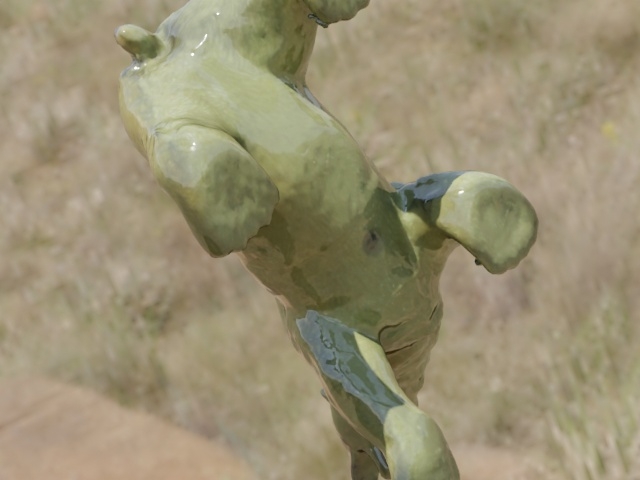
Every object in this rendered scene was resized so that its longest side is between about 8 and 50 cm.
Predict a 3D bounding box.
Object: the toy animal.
[{"bbox_3d":[0.000,0.000,0.644,0.103,0.218,0.101,-48,31,-22],"label":"toy animal"}]
